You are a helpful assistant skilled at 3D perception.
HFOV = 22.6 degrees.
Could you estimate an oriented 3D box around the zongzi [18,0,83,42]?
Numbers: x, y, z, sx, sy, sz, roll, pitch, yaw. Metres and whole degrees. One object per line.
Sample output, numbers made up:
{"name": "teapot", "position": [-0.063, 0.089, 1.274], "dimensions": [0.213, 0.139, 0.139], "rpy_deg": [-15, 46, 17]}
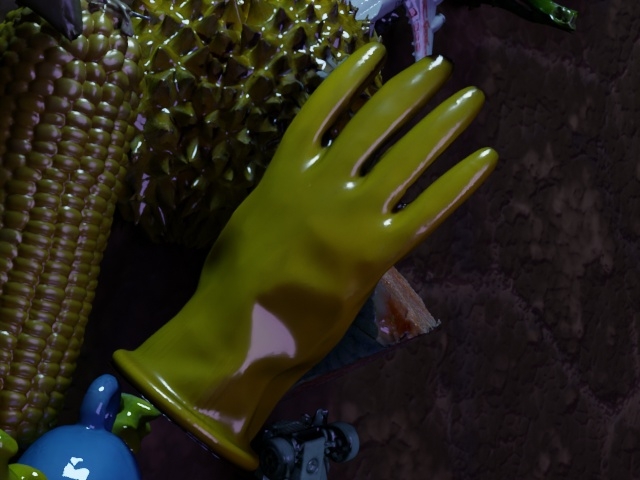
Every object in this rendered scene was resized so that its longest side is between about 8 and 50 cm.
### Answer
{"name": "zongzi", "position": [-0.270, -0.229, 0.910], "dimensions": [0.251, 0.125, 0.274], "rpy_deg": [-15, 87, -42]}

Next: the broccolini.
{"name": "broccolini", "position": [0.168, -0.208, 1.318], "dimensions": [0.058, 0.201, 0.074], "rpy_deg": [-32, 127, -13]}

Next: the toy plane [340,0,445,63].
{"name": "toy plane", "position": [0.065, -0.212, 1.297], "dimensions": [0.171, 0.065, 0.162], "rpy_deg": [-46, 118, -37]}

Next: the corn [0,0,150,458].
{"name": "corn", "position": [-0.183, -0.013, 1.028], "dimensions": [0.106, 0.106, 0.305], "rpy_deg": [15, 83, -43]}

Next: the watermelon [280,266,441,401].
{"name": "watermelon", "position": [-0.010, 0.062, 1.151], "dimensions": [0.128, 0.146, 0.231], "rpy_deg": [48, 7, 6]}

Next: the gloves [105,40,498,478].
{"name": "gloves", "position": [0.001, 0.001, 1.025], "dimensions": [0.294, 0.133, 0.116], "rpy_deg": [-52, 160, -5]}

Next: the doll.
{"name": "doll", "position": [-0.156, 0.241, 0.936], "dimensions": [0.346, 0.098, 0.341], "rpy_deg": [62, 34, -74]}

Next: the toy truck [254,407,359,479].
{"name": "toy truck", "position": [-0.029, 0.203, 1.200], "dimensions": [0.080, 0.078, 0.154], "rpy_deg": [-10, 113, -43]}

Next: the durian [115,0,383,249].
{"name": "durian", "position": [-0.054, -0.099, 1.140], "dimensions": [0.250, 0.138, 0.183], "rpy_deg": [-53, 132, -24]}
